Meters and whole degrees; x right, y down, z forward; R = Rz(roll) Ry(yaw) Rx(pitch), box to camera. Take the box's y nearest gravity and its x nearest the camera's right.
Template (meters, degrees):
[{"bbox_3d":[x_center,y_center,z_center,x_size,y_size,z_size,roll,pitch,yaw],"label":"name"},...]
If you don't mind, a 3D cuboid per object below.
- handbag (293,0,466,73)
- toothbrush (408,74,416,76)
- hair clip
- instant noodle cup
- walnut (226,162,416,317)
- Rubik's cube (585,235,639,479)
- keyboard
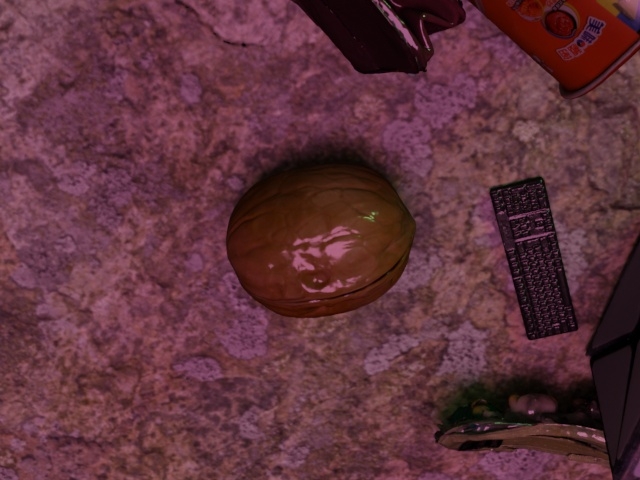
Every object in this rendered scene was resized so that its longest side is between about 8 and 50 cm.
[{"bbox_3d":[0.019,-0.249,1.037,0.216,0.203,0.074,45,82,-14],"label":"handbag"},{"bbox_3d":[0.010,-0.230,1.149,0.219,0.016,0.019,30,116,-12],"label":"toothbrush"},{"bbox_3d":[0.303,0.225,1.343,0.321,0.138,0.091,10,75,-1],"label":"hair clip"},{"bbox_3d":[0.217,-0.280,0.985,0.192,0.250,0.250,35,116,-7],"label":"instant noodle cup"},{"bbox_3d":[0.000,0.000,1.200,0.207,0.167,0.167,-10,118,12],"label":"walnut"},{"bbox_3d":[0.450,0.127,1.182,0.260,0.259,0.254,12,118,-4],"label":"Rubik's cube"},{"bbox_3d":[0.244,0.024,1.277,0.061,0.013,0.204,-13,117,11],"label":"keyboard"}]
